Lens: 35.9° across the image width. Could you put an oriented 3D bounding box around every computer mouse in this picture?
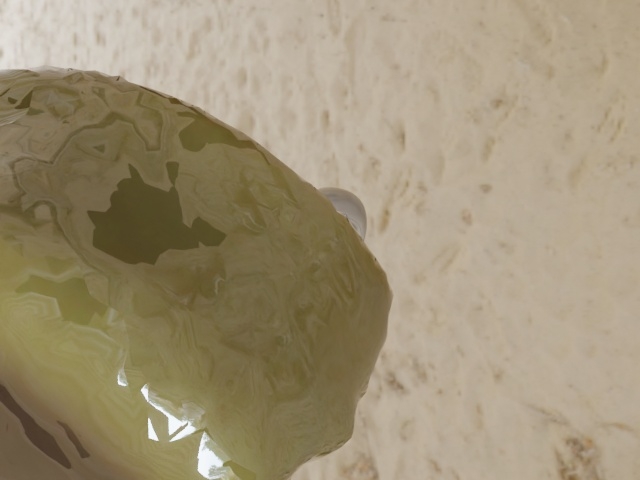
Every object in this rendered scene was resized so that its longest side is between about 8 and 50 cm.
[{"bbox_3d":[0.000,-0.002,0.792,0.039,0.066,0.096,-112,37,-50],"label":"computer mouse"}]

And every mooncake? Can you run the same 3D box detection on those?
[{"bbox_3d":[-0.156,0.110,0.554,0.246,0.393,0.393,-64,-33,-57],"label":"mooncake"}]
